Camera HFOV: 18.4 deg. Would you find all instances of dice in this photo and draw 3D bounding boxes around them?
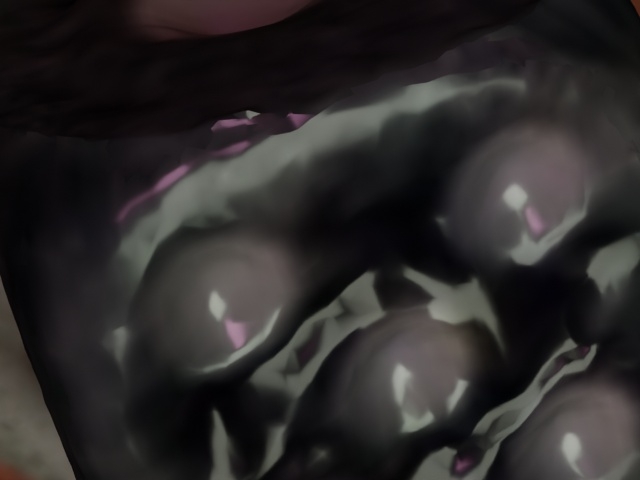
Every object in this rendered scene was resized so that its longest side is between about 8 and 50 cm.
[{"bbox_3d":[0.000,0.000,0.575,0.181,0.182,0.183,-19,119,-6],"label":"dice"}]
